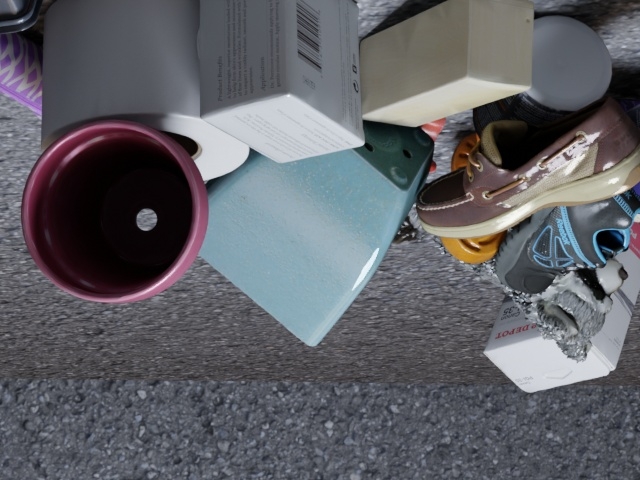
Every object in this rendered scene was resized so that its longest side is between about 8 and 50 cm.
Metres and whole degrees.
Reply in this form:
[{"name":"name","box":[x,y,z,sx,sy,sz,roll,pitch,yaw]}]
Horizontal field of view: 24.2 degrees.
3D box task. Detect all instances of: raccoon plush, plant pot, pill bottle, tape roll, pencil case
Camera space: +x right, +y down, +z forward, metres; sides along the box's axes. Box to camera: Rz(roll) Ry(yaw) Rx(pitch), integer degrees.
[{"name":"raccoon plush","box":[0.265,0.057,2.365,0.446,0.299,0.216,-15,159,37]},{"name":"plant pot","box":[-0.214,-0.030,1.689,0.201,0.201,0.180,-5,178,9]},{"name":"pill bottle","box":[0.270,-0.178,1.900,0.130,0.130,0.245,1,162,-10]},{"name":"tape roll","box":[-0.207,-0.182,1.770,0.246,0.169,0.246,-2,163,-1]},{"name":"pencil case","box":[-0.368,-0.201,1.828,0.086,0.088,0.206,-7,161,26]},{"name":"plant pot","box":[0.008,-0.067,1.947,0.247,0.248,0.252,41,127,-6]}]

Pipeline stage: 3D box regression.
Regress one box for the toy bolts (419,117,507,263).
[{"name":"toy bolts","box":[0.166,-0.079,2.131,0.228,0.218,0.158,23,162,-15]}]

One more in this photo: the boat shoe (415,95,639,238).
[{"name":"boat shoe","box":[0.236,-0.097,1.804,0.342,0.123,0.123,-14,123,47]}]

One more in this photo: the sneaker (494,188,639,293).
[{"name":"sneaker","box":[0.331,0.002,2.008,0.140,0.125,0.341,40,158,14]}]

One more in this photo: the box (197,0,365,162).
[{"name":"box","box":[-0.043,-0.204,1.693,0.119,0.181,0.182,-10,161,27]}]

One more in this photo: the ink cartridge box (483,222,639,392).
[{"name":"ink cartridge box","box":[0.420,0.096,2.510,0.117,0.283,0.207,43,142,-23]}]

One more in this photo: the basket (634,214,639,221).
[{"name":"basket","box":[0.502,-0.087,2.246,0.167,0.113,0.103,9,162,-30]}]

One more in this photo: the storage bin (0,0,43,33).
[{"name":"storage bin","box":[-0.373,-0.280,1.591,0.135,0.098,0.091,-5,135,10]}]

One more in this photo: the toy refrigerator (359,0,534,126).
[{"name":"toy refrigerator","box":[0.145,-0.207,1.755,0.094,0.102,0.269,6,172,-25]}]

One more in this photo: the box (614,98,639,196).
[{"name":"box","box":[0.454,-0.110,1.982,0.108,0.153,0.207,0,-175,-22]}]
